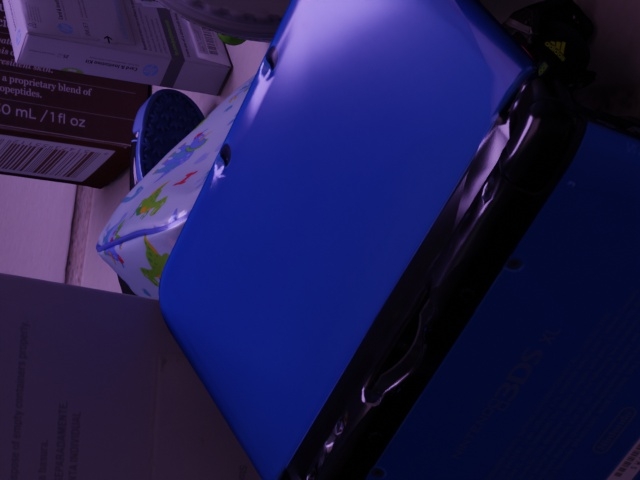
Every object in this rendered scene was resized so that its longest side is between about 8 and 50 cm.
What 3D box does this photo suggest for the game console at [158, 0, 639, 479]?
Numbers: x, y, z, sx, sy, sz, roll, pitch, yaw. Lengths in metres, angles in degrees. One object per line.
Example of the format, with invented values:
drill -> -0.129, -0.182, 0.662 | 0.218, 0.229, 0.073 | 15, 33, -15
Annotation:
game console -> 0.074, 0.016, 0.765 | 0.173, 0.250, 0.293 | -92, 25, -51

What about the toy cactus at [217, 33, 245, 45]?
toy cactus -> -0.034, -0.246, 1.164 | 0.180, 0.112, 0.219 | 42, 112, 46

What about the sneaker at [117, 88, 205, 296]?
sneaker -> -0.142, -0.014, 1.309 | 0.090, 0.081, 0.232 | -27, 61, 49

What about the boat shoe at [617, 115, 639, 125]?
boat shoe -> 0.134, -0.038, 0.846 | 0.142, 0.049, 0.040 | -12, 54, 59

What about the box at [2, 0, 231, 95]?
box -> -0.183, -0.198, 1.320 | 0.038, 0.186, 0.145 | -60, 36, 36

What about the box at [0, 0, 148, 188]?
box -> -0.281, -0.259, 1.517 | 0.143, 0.191, 0.381 | -31, 57, 55

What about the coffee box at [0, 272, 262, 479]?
coffee box -> -0.153, 0.224, 0.997 | 0.334, 0.338, 0.338 | -17, 67, 60

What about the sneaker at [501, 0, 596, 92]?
sneaker -> 0.110, -0.088, 0.825 | 0.075, 0.063, 0.170 | -38, 11, 36

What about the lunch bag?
lunch bag -> -0.038, -0.043, 1.008 | 0.219, 0.090, 0.176 | -48, 17, -27

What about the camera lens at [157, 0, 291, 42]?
camera lens -> -0.029, -0.234, 0.934 | 0.274, 0.219, 0.219 | -98, 19, -83
